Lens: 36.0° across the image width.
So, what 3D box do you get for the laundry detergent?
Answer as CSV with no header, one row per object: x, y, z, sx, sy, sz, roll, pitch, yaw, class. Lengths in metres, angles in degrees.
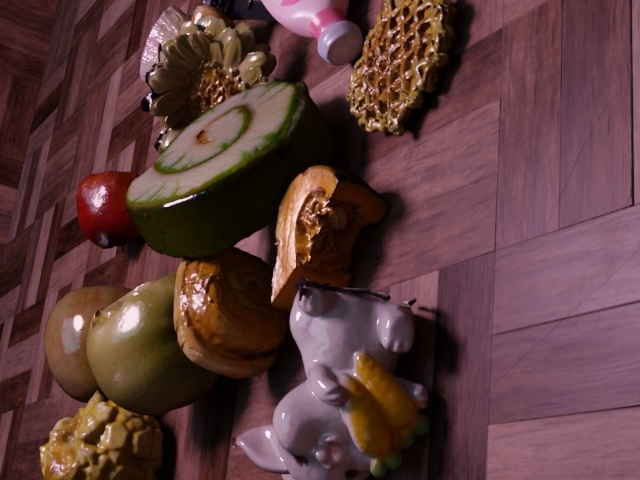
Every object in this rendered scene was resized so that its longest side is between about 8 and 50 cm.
-0.023,-0.448,1.771,0.159,0.088,0.335,-38,56,12,laundry detergent

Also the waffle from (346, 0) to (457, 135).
0.122,-0.285,1.545,0.254,0.052,0.245,40,111,60,waffle

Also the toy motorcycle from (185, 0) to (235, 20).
-0.250,-0.531,2.288,0.122,0.082,0.213,9,74,50,toy motorcycle

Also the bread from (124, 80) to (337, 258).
-0.157,-0.119,1.690,0.382,0.129,0.366,-29,27,6,bread

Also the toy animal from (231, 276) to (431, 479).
0.017,0.213,1.337,0.247,0.183,0.310,9,88,65,toy animal

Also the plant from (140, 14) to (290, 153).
-0.220,-0.309,1.920,0.306,0.261,0.297,-35,47,29,plant

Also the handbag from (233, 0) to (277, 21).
-0.077,-0.527,1.953,0.254,0.088,0.211,18,97,44,handbag

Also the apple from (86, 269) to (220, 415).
-0.286,0.185,1.783,0.279,0.279,0.279,-36,46,47,apple

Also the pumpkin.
-0.004,0.003,1.532,0.126,0.131,0.248,39,104,50,pumpkin

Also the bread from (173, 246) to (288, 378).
-0.152,0.111,1.649,0.120,0.198,0.236,-39,43,38,bread

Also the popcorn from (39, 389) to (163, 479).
-0.425,0.407,1.928,0.249,0.249,0.225,-50,39,35,popcorn

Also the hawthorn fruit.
-0.494,-0.067,2.369,0.185,0.185,0.202,-31,64,50,hawthorn fruit

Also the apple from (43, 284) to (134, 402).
-0.442,0.220,2.037,0.257,0.257,0.234,-33,56,49,apple

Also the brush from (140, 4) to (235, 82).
-0.279,-0.422,2.095,0.174,0.166,0.267,-62,-4,-30,brush
